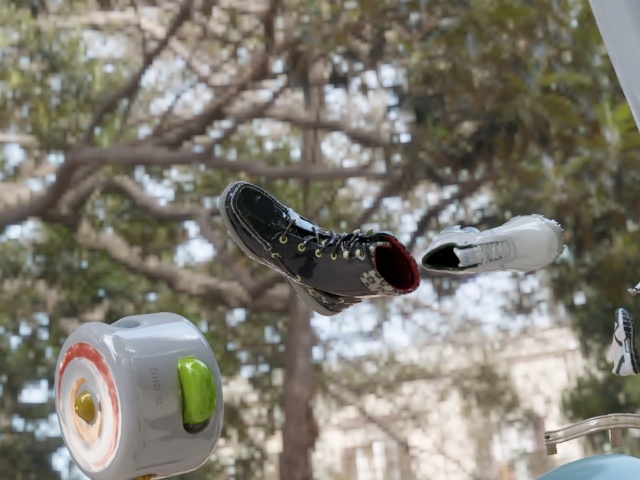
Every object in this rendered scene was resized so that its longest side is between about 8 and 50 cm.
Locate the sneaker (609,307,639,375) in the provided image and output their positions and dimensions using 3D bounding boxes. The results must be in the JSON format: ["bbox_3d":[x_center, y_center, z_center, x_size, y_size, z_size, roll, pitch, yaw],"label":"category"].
[{"bbox_3d":[0.464,0.158,2.377,0.043,0.109,0.040,-20,-27,38],"label":"sneaker"}]

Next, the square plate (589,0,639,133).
[{"bbox_3d":[0.310,-0.171,1.414,0.049,0.347,0.344,-22,-25,18],"label":"square plate"}]

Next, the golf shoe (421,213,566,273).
[{"bbox_3d":[0.199,0.016,1.794,0.176,0.069,0.086,-10,10,38],"label":"golf shoe"}]

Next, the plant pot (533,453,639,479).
[{"bbox_3d":[0.299,0.372,1.648,0.235,0.293,0.293,-41,-19,-24],"label":"plant pot"}]

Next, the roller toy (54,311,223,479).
[{"bbox_3d":[-0.219,0.186,1.782,0.146,0.191,0.209,-6,-47,-37],"label":"roller toy"}]

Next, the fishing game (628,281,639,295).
[{"bbox_3d":[0.589,0.054,2.221,0.264,0.041,0.189,1,15,26],"label":"fishing game"}]

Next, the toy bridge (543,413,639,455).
[{"bbox_3d":[0.385,0.248,2.001,0.188,0.026,0.063,-7,-32,9],"label":"toy bridge"}]

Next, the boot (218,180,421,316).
[{"bbox_3d":[0.001,-0.001,1.924,0.236,0.085,0.178,45,-32,-24],"label":"boot"}]
